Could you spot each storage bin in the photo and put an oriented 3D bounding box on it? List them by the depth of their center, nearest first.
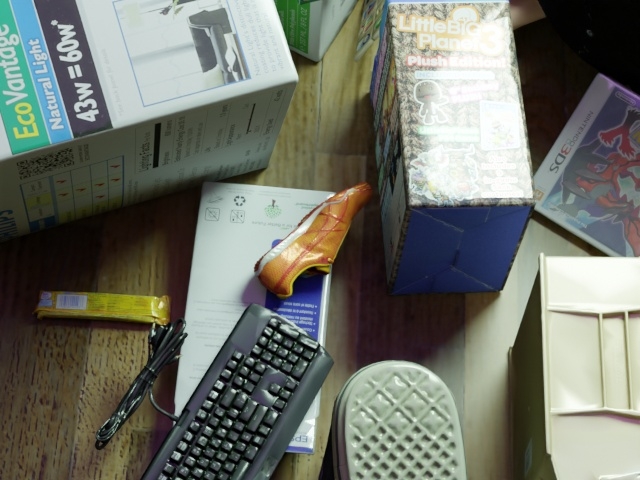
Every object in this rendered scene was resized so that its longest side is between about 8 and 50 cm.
[{"bbox_3d":[0.278,0.180,1.668,0.123,0.262,0.260,2,63,-1],"label":"storage bin"}]

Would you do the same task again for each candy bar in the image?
[{"bbox_3d":[-0.254,0.078,1.828,0.161,0.018,0.040,3,60,-1],"label":"candy bar"}]

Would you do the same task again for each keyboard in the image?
[{"bbox_3d":[-0.138,0.200,1.696,0.201,0.033,0.317,26,64,11],"label":"keyboard"}]

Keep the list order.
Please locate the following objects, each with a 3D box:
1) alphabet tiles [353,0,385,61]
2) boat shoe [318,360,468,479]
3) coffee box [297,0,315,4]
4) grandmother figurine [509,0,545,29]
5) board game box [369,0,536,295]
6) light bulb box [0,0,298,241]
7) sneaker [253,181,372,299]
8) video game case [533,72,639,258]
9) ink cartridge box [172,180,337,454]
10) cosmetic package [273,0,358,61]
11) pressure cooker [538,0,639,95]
[{"bbox_3d":[0.110,-0.352,1.964,0.009,0.198,0.237,31,36,-15],"label":"alphabet tiles"},{"bbox_3d":[0.079,0.379,1.625,0.187,0.156,0.500,0,75,-8],"label":"boat shoe"},{"bbox_3d":[0.001,-0.369,1.837,0.113,0.040,0.184,-16,67,-8],"label":"coffee box"},{"bbox_3d":[0.302,-0.339,2.024,0.342,0.104,0.208,-20,68,-15],"label":"grandmother figurine"},{"bbox_3d":[0.146,-0.115,1.826,0.141,0.232,0.291,-2,64,-5],"label":"board game box"},{"bbox_3d":[-0.241,-0.178,1.749,0.361,0.358,0.225,-16,80,-11],"label":"light bulb box"},{"bbox_3d":[0.000,0.000,1.797,0.175,0.064,0.067,-44,92,-16],"label":"sneaker"},{"bbox_3d":[0.371,-0.074,1.883,0.201,0.023,0.183,32,98,12],"label":"video game case"},{"bbox_3d":[-0.074,0.093,1.805,0.165,0.065,0.332,6,62,0],"label":"ink cartridge box"},{"bbox_3d":[-0.124,-0.401,1.976,0.365,0.197,0.155,25,67,11],"label":"cosmetic package"},{"bbox_3d":[0.486,-0.394,1.816,0.375,0.370,0.420,33,71,14],"label":"pressure cooker"}]
